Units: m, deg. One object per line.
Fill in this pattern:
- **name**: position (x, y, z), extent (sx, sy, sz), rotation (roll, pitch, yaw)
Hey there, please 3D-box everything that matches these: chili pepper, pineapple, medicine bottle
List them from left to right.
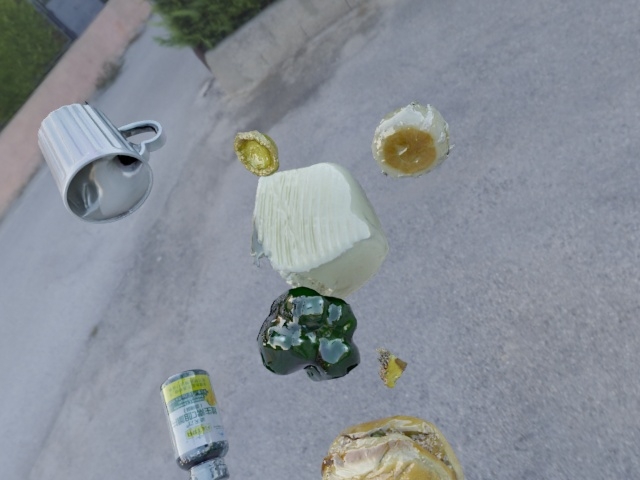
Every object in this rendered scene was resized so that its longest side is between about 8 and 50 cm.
- **medicine bottle**: position (-0.330, 0.505, 1.381), extent (0.141, 0.141, 0.293), rotation (-32, 62, 16)
- **chili pepper**: position (-0.028, 0.167, 0.926), extent (0.261, 0.173, 0.165), rotation (140, 131, -75)
- **pineapple**: position (0.182, 0.319, 1.358), extent (0.077, 0.114, 0.114), rotation (-14, 37, 23)

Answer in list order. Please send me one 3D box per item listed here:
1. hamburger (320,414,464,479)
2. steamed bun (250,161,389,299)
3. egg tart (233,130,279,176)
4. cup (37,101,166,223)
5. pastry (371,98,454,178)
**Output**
- **hamburger**: position (0.164, 0.547, 1.173), extent (0.304, 0.284, 0.174), rotation (-25, 9, 31)
- **steamed bun**: position (0.000, 0.000, 1.154), extent (0.273, 0.272, 0.291), rotation (-15, 63, 2)
- **egg tart**: position (-0.112, -0.163, 0.953), extent (0.105, 0.105, 0.039), rotation (0, 37, 42)
- **cup**: position (-0.431, -0.163, 1.039), extent (0.202, 0.221, 0.167), rotation (48, 135, 30)
- **pastry**: position (0.180, -0.193, 1.024), extent (0.165, 0.166, 0.088), rotation (-18, 33, 30)
